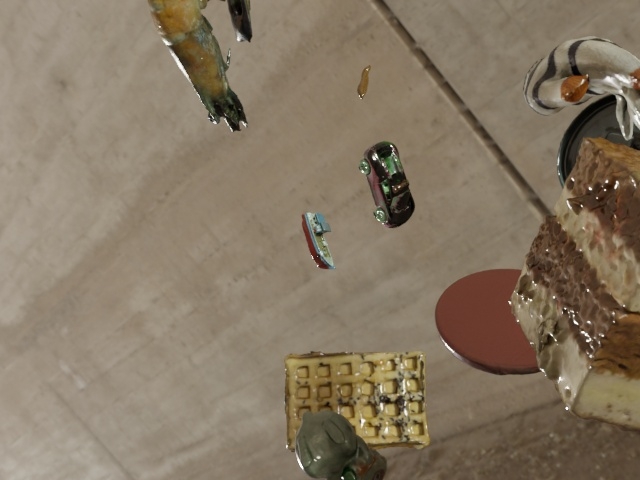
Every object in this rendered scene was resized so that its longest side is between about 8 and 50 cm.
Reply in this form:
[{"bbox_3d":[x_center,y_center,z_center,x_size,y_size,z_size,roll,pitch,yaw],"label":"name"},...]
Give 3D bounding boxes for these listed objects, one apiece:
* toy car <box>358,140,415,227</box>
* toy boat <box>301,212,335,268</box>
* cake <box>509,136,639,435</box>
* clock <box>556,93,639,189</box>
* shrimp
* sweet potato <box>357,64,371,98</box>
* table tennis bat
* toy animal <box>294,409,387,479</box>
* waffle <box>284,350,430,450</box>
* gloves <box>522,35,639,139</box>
[{"bbox_3d":[0.113,-0.089,1.251,0.069,0.142,0.055,-27,14,-34],"label":"toy car"},{"bbox_3d":[0.000,0.000,2.086,0.058,0.173,0.069,-22,-13,22],"label":"toy boat"},{"bbox_3d":[0.403,0.065,0.925,0.256,0.282,0.290,-96,25,-61],"label":"cake"},{"bbox_3d":[0.640,-0.177,1.651,0.280,0.281,0.055,-37,-35,29],"label":"clock"},{"bbox_3d":[-0.214,-0.423,1.567,0.085,0.445,0.272,10,43,33],"label":"shrimp"},{"bbox_3d":[0.103,-0.375,1.854,0.026,0.026,0.115,-34,35,45],"label":"sweet potato"},{"bbox_3d":[0.391,0.170,1.459,0.268,0.051,0.414,-31,38,-21],"label":"table tennis bat"},{"bbox_3d":[0.054,0.381,1.348,0.108,0.236,0.138,-41,40,9],"label":"toy animal"},{"bbox_3d":[0.093,0.422,2.039,0.376,0.261,0.114,-2,-19,4],"label":"waffle"},{"bbox_3d":[0.368,-0.214,1.033,0.131,0.140,0.218,-71,18,-6],"label":"gloves"}]
